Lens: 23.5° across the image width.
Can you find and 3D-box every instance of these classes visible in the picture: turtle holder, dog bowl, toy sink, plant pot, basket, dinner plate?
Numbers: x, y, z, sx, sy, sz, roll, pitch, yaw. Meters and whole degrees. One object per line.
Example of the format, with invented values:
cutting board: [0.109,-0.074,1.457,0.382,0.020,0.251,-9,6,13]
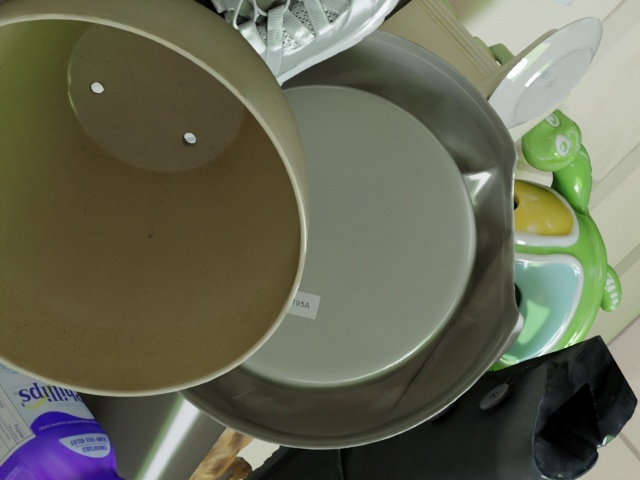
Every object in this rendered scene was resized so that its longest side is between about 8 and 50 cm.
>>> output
turtle holder: [0.230,0.025,1.865,0.320,0.243,0.227,-38,145,24]
dog bowl: [0.000,0.000,1.282,0.349,0.349,0.102,-37,172,-6]
toy sink: [0.102,-0.136,1.445,0.234,0.131,0.153,-38,161,-2]
plant pot: [-0.135,-0.064,1.057,0.284,0.284,0.191,-52,-168,32]
basket: [-0.145,0.127,1.420,0.204,0.154,0.227,28,92,-40]
dinner plate: [0.204,-0.145,1.389,0.141,0.017,0.141,-34,158,-16]

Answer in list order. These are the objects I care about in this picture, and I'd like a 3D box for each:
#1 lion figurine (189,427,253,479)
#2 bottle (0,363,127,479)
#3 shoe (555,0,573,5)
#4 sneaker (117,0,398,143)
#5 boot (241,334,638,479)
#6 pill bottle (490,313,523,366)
lion figurine: [-0.170,0.267,1.797,0.240,0.142,0.392,-40,158,-43]
bottle: [-0.236,0.178,1.303,0.092,0.283,0.118,-46,158,18]
shoe: [0.261,-0.283,1.517,0.081,0.063,0.178,-52,162,28]
sneaker: [-0.037,-0.176,1.152,0.281,0.105,0.115,-45,160,16]
boot: [0.101,0.284,1.727,0.445,0.146,0.367,-16,-151,42]
pill bottle: [0.104,0.045,1.690,0.131,0.229,0.131,-34,159,-15]
